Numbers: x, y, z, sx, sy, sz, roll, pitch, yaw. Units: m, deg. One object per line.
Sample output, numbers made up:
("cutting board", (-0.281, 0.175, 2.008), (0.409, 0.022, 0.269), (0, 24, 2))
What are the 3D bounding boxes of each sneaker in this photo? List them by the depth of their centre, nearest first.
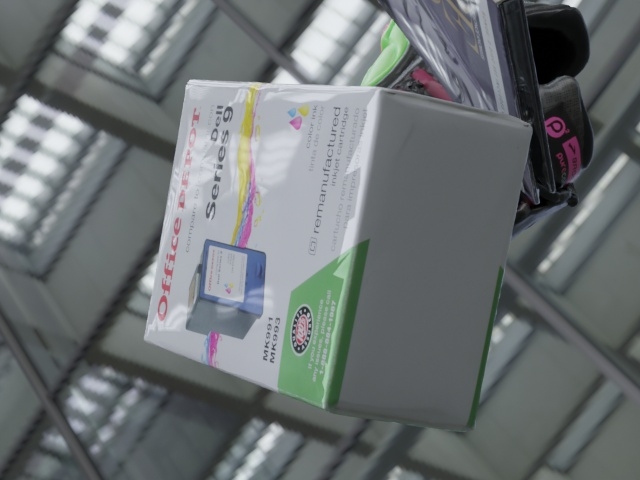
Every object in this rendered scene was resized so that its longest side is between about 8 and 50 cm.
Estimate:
("sneaker", (0.123, -0.071, 1.454), (0.202, 0.482, 0.185), (-3, -47, 25))

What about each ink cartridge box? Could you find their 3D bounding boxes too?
("ink cartridge box", (0.000, 0.000, 0.879), (0.093, 0.212, 0.154), (10, -88, -29))

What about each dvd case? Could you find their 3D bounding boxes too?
("dvd case", (0.052, -0.140, 0.897), (0.018, 0.221, 0.164), (-30, -35, -6))
